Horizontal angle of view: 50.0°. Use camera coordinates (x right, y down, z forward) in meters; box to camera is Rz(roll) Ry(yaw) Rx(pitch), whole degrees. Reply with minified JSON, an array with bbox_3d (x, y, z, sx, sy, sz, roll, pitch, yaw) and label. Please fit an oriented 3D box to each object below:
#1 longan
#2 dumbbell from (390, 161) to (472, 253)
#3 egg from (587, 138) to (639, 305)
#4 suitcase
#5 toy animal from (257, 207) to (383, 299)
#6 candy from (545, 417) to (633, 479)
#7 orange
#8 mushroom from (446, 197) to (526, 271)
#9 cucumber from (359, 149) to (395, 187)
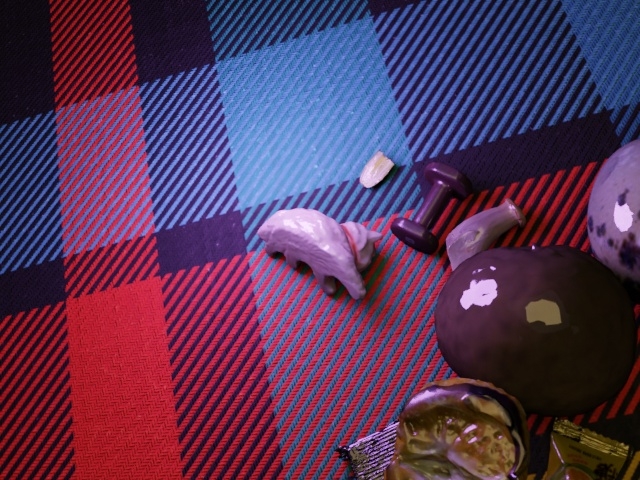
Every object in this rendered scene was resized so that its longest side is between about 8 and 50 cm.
[{"bbox_3d":[0.472,0.182,1.522,0.435,0.404,0.404,23,76,20],"label":"longan"},{"bbox_3d":[0.292,-0.085,1.807,0.140,0.124,0.226,27,78,21],"label":"dumbbell"},{"bbox_3d":[0.792,-0.041,1.571,0.344,0.345,0.428,-10,56,8],"label":"egg"},{"bbox_3d":[0.232,0.520,1.584,0.334,0.152,0.230,-24,69,-1],"label":"suitcase"},{"bbox_3d":[0.000,0.000,1.831,0.188,0.266,0.307,-51,25,-24],"label":"toy animal"},{"bbox_3d":[0.576,0.564,1.533,0.187,0.081,0.297,20,64,18],"label":"candy"},{"bbox_3d":[0.278,0.467,1.401,0.270,0.210,0.369,13,76,21],"label":"orange"},{"bbox_3d":[0.414,-0.019,1.775,0.247,0.096,0.108,-37,42,-6],"label":"mushroom"},{"bbox_3d":[0.154,-0.192,1.925,0.067,0.035,0.107,42,88,11],"label":"cucumber"}]
